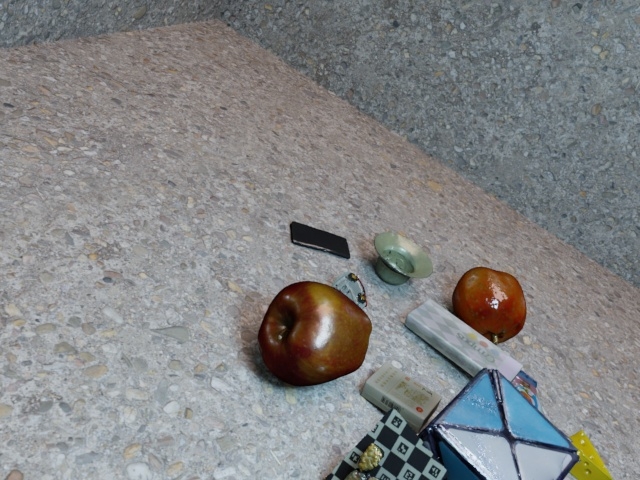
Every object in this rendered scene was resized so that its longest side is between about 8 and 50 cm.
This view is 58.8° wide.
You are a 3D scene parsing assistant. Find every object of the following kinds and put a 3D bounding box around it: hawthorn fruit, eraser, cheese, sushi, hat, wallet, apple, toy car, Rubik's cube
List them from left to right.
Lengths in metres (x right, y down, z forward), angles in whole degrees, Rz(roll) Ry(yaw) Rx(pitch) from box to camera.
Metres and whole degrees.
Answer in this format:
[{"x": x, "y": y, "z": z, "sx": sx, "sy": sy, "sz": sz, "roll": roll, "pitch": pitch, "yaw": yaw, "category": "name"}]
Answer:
[{"x": -0.018, "y": 0.260, "z": 1.584, "sx": 0.317, "sy": 0.288, "sz": 0.288, "roll": 17, "pitch": 33, "yaw": -43, "category": "apple"}, {"x": 0.000, "y": -0.001, "z": 2.176, "sx": 0.244, "sy": 0.025, "sz": 0.124, "roll": 18, "pitch": 35, "yaw": -20, "category": "wallet"}, {"x": 0.118, "y": 0.183, "z": 1.961, "sx": 0.112, "sy": 0.112, "sz": 0.139, "roll": 7, "pitch": 46, "yaw": -57, "category": "toy car"}, {"x": 0.128, "y": 0.552, "z": 1.304, "sx": 0.192, "sy": 0.279, "sz": 0.043, "roll": 48, "pitch": 8, "yaw": 22, "category": "sushi"}, {"x": 0.289, "y": 0.096, "z": 2.176, "sx": 0.257, "sy": 0.130, "sz": 0.257, "roll": 21, "pitch": 33, "yaw": -15, "category": "hat"}, {"x": 0.496, "y": 0.362, "z": 1.976, "sx": 0.397, "sy": 0.082, "sz": 0.213, "roll": 36, "pitch": 33, "yaw": 24, "category": "eraser"}, {"x": 0.393, "y": 0.553, "z": 1.420, "sx": 0.307, "sy": 0.310, "sz": 0.305, "roll": -26, "pitch": 63, "yaw": -39, "category": "Rubik's cube"}, {"x": 0.631, "y": 0.256, "z": 2.123, "sx": 0.275, "sy": 0.275, "sz": 0.299, "roll": 18, "pitch": 48, "yaw": -18, "category": "hawthorn fruit"}, {"x": 0.695, "y": 0.540, "z": 1.949, "sx": 0.189, "sy": 0.074, "sz": 0.286, "roll": 37, "pitch": 32, "yaw": 7, "category": "cheese"}, {"x": 0.841, "y": 0.714, "z": 1.811, "sx": 0.126, "sy": 0.093, "sz": 0.171, "roll": -3, "pitch": 46, "yaw": -41, "category": "cheese"}]

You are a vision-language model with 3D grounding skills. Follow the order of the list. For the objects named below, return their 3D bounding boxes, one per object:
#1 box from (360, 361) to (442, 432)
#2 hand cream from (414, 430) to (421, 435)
[{"x": 0.238, "y": 0.457, "z": 1.672, "sx": 0.201, "sy": 0.058, "sz": 0.141, "roll": 28, "pitch": 29, "yaw": 23, "category": "box"}, {"x": 0.301, "y": 0.606, "z": 1.576, "sx": 0.067, "sy": 0.042, "sz": 0.194, "roll": 3, "pitch": 43, "yaw": -44, "category": "hand cream"}]
